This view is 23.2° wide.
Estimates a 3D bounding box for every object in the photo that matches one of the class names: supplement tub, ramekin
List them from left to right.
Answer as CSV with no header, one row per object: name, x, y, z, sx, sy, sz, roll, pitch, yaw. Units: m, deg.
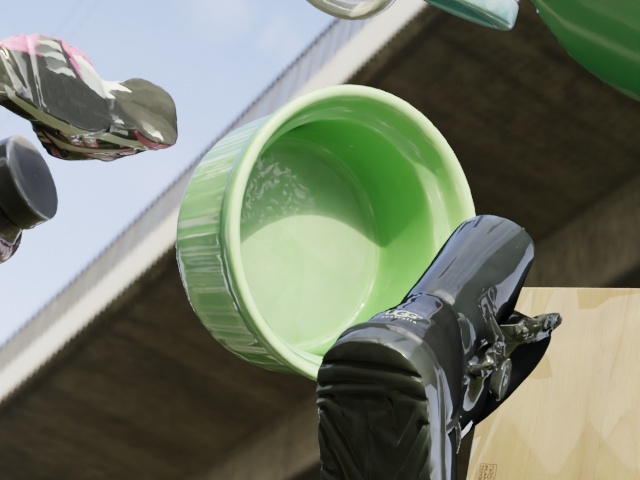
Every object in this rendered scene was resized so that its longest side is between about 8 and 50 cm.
supplement tub,-0.303,-0.014,1.192,0.198,0.106,0.106,-21,-44,15
ramekin,0.000,0.000,1.603,0.303,0.303,0.148,33,-21,-28

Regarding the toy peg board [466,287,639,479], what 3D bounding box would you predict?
toy peg board,0.205,0.123,1.140,0.161,0.161,0.079,-1,-20,41

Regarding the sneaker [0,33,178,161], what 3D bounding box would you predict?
sneaker,-0.185,-0.088,1.134,0.077,0.072,0.178,-25,-29,29

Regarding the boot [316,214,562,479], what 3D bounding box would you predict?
boot,0.073,0.126,0.928,0.094,0.207,0.246,9,-68,26

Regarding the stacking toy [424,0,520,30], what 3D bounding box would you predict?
stacking toy,0.078,-0.319,1.787,0.309,0.130,0.279,22,3,-11

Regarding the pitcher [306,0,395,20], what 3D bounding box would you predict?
pitcher,-0.042,-0.225,0.906,0.207,0.125,0.177,11,-66,14

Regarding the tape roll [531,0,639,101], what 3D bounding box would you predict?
tape roll,0.164,-0.166,0.344,0.077,0.321,0.321,31,-21,36
